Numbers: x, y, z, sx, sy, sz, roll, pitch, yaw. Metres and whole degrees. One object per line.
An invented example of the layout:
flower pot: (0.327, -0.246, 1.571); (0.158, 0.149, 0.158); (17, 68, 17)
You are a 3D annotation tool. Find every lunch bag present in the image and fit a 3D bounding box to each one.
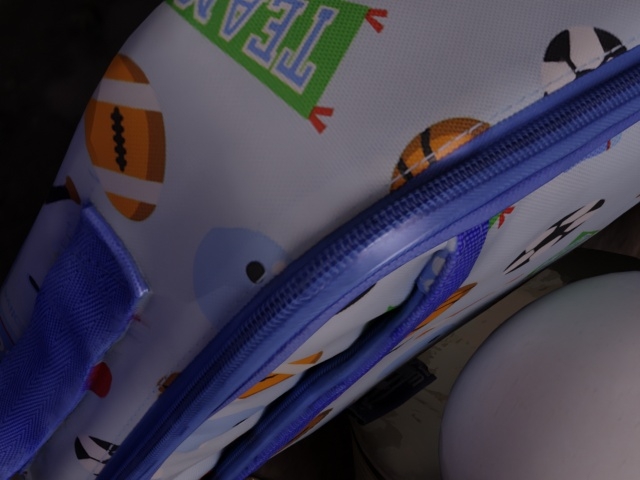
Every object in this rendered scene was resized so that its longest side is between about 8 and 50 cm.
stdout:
lunch bag: (0.000, 0.000, 0.473); (0.243, 0.115, 0.303); (-31, 169, -33)

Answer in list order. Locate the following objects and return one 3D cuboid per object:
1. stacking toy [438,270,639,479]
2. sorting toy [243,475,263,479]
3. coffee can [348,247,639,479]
stacking toy: (0.027, 0.231, 0.501); (0.350, 0.350, 0.480); (33, 86, -51)
sorting toy: (-0.043, 0.147, 0.691); (0.062, 0.012, 0.083); (-57, 141, -2)
coffee can: (0.120, 0.171, 0.730); (0.201, 0.201, 0.275); (-31, 133, -30)
